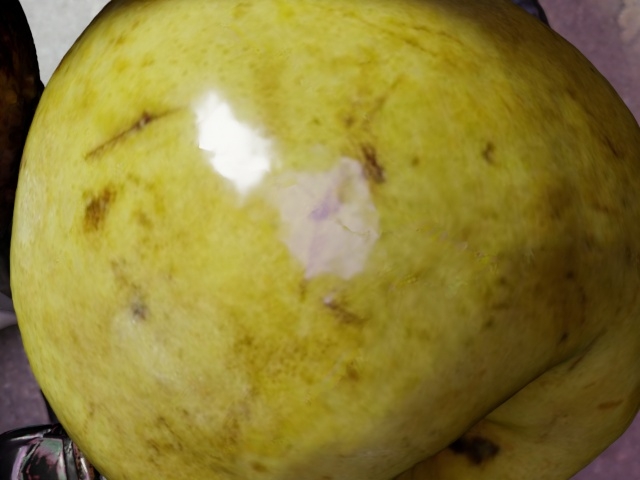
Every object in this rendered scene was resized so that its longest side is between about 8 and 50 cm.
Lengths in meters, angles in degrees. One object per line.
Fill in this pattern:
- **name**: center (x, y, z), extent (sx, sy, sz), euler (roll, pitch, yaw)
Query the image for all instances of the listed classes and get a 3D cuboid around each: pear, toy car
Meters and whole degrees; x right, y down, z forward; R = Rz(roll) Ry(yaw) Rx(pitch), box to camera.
- **pear**: center (0.000, 0.000, 0.688), extent (0.303, 0.304, 0.304), euler (-1, 78, 6)
- **toy car**: center (-0.116, 0.125, 0.786), extent (0.142, 0.055, 0.069), euler (-11, 74, 2)

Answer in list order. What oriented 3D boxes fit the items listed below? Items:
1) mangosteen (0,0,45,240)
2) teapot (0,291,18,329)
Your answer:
- **mangosteen**: center (-0.241, -0.064, 0.688), extent (0.217, 0.192, 0.192), euler (5, 79, 0)
- **teapot**: center (-0.296, 0.072, 0.729), extent (0.204, 0.298, 0.139), euler (34, 111, 44)
